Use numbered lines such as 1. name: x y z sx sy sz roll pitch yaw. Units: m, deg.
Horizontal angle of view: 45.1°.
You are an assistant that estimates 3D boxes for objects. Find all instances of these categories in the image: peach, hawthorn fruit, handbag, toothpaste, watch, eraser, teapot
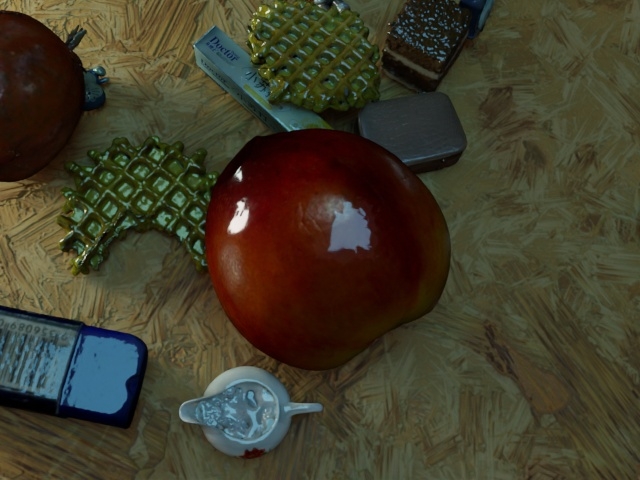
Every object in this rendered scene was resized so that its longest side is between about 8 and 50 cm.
1. peach: 0.000 0.000 1.195 0.388 0.388 0.388 2 73 -5
2. hawthorn fruit: -0.504 -0.261 1.275 0.307 0.276 0.276 -41 81 -20
3. handbag: 0.158 -0.196 1.416 0.193 0.072 0.151 -14 75 -7
4. toothpaste: -0.098 -0.259 1.401 0.313 0.089 0.071 43 78 8
5. watch: 0.304 -0.481 1.387 0.068 0.274 0.276 28 46 5
6. eraser: -0.449 0.193 1.225 0.332 0.101 0.155 12 71 -3
7. teapot: -0.109 0.274 1.236 0.226 0.092 0.145 -4 76 -8

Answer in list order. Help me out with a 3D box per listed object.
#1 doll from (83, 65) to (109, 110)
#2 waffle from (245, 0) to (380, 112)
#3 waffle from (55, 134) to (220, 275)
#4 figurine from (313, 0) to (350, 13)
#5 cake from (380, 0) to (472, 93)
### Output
1. doll: -0.419 -0.275 1.395 0.076 0.050 0.083 -4 72 -22
2. waffle: -0.009 -0.336 1.391 0.254 0.052 0.245 0 63 -19
3. waffle: -0.308 -0.066 1.333 0.293 0.069 0.260 -3 75 -8
4. figurine: -0.022 -0.504 1.478 0.147 0.093 0.197 -38 79 11
5. cake: 0.191 -0.364 1.428 0.134 0.147 0.135 32 73 3
